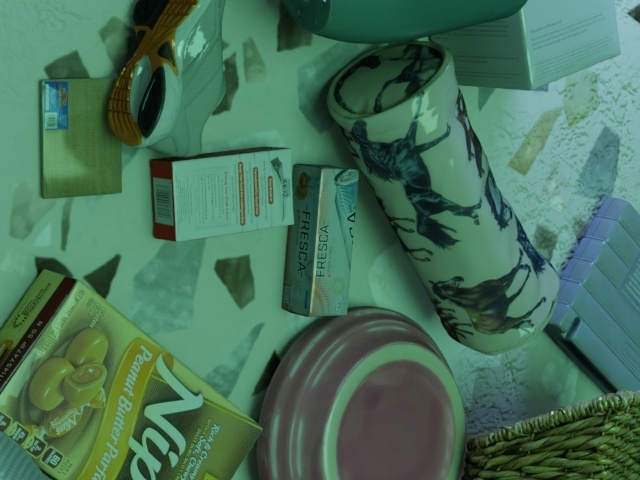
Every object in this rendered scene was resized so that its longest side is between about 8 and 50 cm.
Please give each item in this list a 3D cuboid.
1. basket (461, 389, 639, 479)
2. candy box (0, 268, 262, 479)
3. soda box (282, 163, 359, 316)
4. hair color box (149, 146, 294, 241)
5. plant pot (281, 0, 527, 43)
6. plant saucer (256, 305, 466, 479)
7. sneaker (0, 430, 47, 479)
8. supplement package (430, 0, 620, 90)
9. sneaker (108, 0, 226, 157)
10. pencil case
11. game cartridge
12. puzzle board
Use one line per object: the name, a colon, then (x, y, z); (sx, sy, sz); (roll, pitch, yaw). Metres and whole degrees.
basket: (0.311, 0.278, 1.978); (0.299, 0.213, 0.223); (8, 97, -65)
candy box: (-0.229, 0.196, 1.635); (0.316, 0.087, 0.183); (43, 72, -34)
soda box: (0.000, 0.000, 1.807); (0.063, 0.058, 0.183); (0, 98, -39)
hair color box: (-0.112, -0.055, 1.712); (0.167, 0.053, 0.093); (-9, 101, -36)
plant pot: (0.069, -0.354, 1.671); (0.235, 0.293, 0.293); (-23, 112, -19)
plant saucer: (0.070, 0.250, 1.868); (0.332, 0.084, 0.332); (-2, 94, -41)
sneaker: (-0.336, 0.313, 1.519); (0.161, 0.102, 0.282); (-25, 132, 0)
supplement package: (0.242, -0.355, 1.867); (0.175, 0.177, 0.293); (-24, 112, -33)
sneaker: (-0.146, -0.216, 1.646); (0.121, 0.099, 0.262); (25, 82, -55)
pencil case: (0.159, -0.060, 1.860); (0.410, 0.160, 0.183); (60, 30, -28)
game cartridge: (0.476, 0.123, 2.211); (0.355, 0.068, 0.230); (44, 66, -34)
puzzle board: (-0.260, -0.112, 1.611); (0.096, 0.011, 0.128); (-6, 100, -37)
